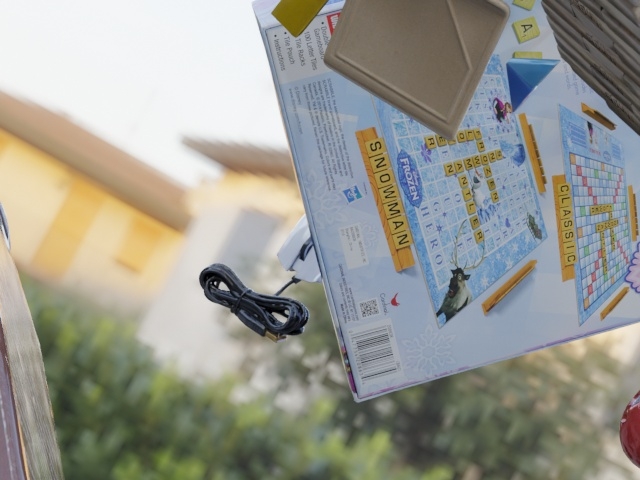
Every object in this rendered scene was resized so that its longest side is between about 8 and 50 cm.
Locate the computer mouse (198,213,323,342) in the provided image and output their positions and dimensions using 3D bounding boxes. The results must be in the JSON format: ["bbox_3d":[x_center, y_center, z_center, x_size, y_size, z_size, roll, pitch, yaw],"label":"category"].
[{"bbox_3d":[0.000,0.000,1.627,0.106,0.193,0.042,32,-26,40],"label":"computer mouse"}]

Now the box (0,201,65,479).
[{"bbox_3d":[-0.178,0.123,0.843,0.381,0.143,0.191,-107,-174,-47],"label":"box"}]

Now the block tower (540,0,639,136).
[{"bbox_3d":[0.140,-0.138,0.852,0.091,0.097,0.335,47,0,27],"label":"block tower"}]

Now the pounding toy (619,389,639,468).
[{"bbox_3d":[0.213,0.148,1.057,0.110,0.183,0.237,29,4,31],"label":"pounding toy"}]

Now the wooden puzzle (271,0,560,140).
[{"bbox_3d":[0.039,-0.086,0.823,0.116,0.014,0.078,38,-50,11],"label":"wooden puzzle"}]

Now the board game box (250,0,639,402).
[{"bbox_3d":[0.139,-0.066,1.468,0.066,0.318,0.318,-109,-175,-62],"label":"board game box"}]
